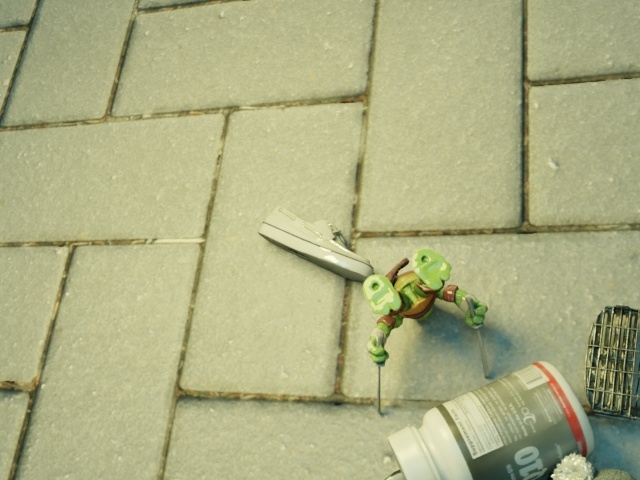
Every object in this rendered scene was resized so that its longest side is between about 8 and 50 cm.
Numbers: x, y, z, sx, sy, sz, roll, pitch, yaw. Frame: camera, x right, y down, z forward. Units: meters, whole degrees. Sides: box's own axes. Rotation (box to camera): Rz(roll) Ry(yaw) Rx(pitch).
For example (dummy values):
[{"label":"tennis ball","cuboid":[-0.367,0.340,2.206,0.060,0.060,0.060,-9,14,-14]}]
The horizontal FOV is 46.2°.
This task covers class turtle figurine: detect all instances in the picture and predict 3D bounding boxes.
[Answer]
[{"label":"turtle figurine","cuboid":[0.177,0.140,1.254,0.198,0.266,0.274,2,69,17]}]

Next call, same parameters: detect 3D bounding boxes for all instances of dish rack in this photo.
[{"label":"dish rack","cuboid":[0.567,0.211,1.200,0.271,0.074,0.208,6,67,23]}]

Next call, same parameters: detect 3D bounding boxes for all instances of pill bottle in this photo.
[{"label":"pill bottle","cuboid":[0.262,0.316,1.177,0.283,0.161,0.161,-23,60,-3]}]

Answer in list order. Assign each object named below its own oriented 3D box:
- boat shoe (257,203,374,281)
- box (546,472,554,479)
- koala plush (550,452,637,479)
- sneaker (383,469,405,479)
[{"label":"boat shoe","cuboid":[0.000,0.000,1.480,0.267,0.096,0.088,22,79,35]},{"label":"box","cuboid":[0.423,0.478,1.130,0.220,0.051,0.175,18,72,25]},{"label":"koala plush","cuboid":[0.400,0.419,1.047,0.196,0.203,0.221,17,55,2]},{"label":"sneaker","cuboid":[0.081,0.478,1.230,0.224,0.083,0.098,-38,65,-3]}]
